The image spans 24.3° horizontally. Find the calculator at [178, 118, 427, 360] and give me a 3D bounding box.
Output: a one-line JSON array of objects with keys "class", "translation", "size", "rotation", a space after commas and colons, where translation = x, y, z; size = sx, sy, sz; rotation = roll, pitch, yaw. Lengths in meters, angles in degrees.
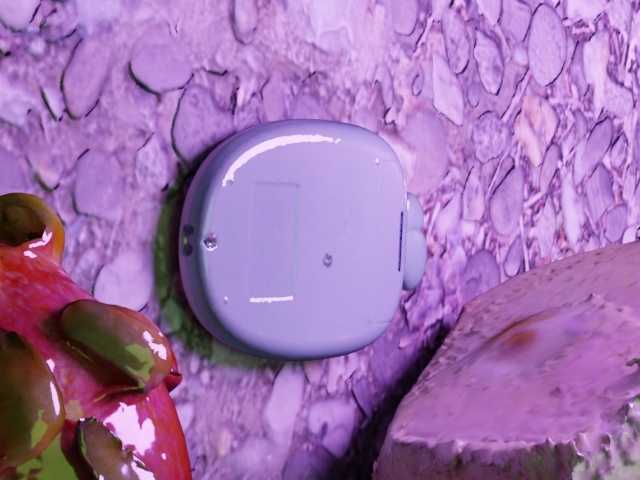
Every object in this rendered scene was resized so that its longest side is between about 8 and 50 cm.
[{"class": "calculator", "translation": [0.000, 0.000, 1.131], "size": [0.295, 0.042, 0.184], "rotation": [-1, 94, -52]}]

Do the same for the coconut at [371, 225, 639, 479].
[{"class": "coconut", "translation": [0.248, 0.221, 1.210], "size": [0.404, 0.404, 0.405], "rotation": [-8, 99, -53]}]

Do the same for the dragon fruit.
[{"class": "dragon fruit", "translation": [-0.168, 0.142, 0.790], "size": [0.227, 0.243, 0.307], "rotation": [-41, 155, -51]}]
